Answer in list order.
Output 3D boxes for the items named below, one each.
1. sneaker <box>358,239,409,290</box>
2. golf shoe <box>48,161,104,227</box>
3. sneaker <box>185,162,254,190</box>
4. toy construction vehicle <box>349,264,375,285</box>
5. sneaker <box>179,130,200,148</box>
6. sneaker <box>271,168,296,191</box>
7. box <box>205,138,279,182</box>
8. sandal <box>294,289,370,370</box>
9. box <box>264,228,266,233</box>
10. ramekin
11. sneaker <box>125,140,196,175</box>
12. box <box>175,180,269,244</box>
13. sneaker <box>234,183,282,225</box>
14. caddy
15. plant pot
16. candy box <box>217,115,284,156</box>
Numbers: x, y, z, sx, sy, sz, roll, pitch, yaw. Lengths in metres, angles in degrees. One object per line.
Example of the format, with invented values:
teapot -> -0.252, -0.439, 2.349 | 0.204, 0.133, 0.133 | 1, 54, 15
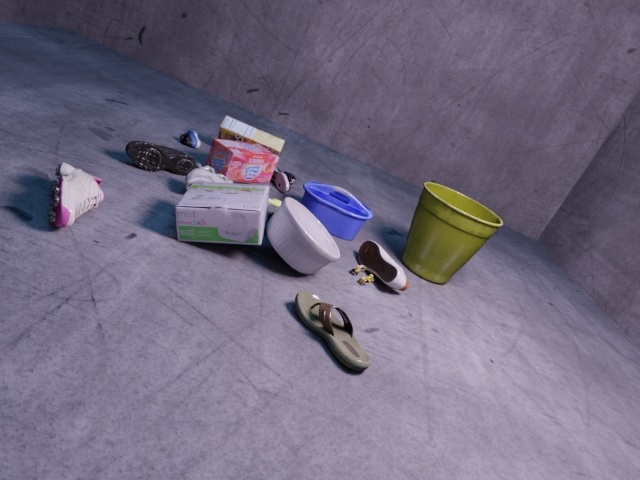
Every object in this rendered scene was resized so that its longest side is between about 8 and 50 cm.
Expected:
sneaker -> 0.246, 0.108, 1.818 | 0.123, 0.106, 0.290 | 38, 11, -36
golf shoe -> -0.685, -0.128, 1.312 | 0.140, 0.115, 0.306 | 15, 25, -32
sneaker -> -0.359, -0.164, 1.758 | 0.331, 0.122, 0.146 | 21, 38, -8
toy construction vehicle -> 0.161, 0.127, 1.733 | 0.098, 0.035, 0.086 | -2, 35, -49
sneaker -> -0.649, -0.506, 2.260 | 0.085, 0.058, 0.152 | 16, 29, -42
sneaker -> -0.162, -0.296, 2.276 | 0.121, 0.079, 0.217 | 8, 26, -33
box -> -0.359, -0.366, 2.142 | 0.154, 0.142, 0.300 | 37, 24, 27
sandal -> 0.044, 0.235, 1.299 | 0.120, 0.086, 0.303 | 1, 33, -46
box -> -0.274, -0.074, 1.732 | 0.162, 0.029, 0.116 | 8, 29, -33
ramekin -> -0.067, -0.006, 1.571 | 0.273, 0.127, 0.273 | 45, 13, -14
sneaker -> -0.646, -0.334, 1.846 | 0.130, 0.109, 0.286 | 35, 14, 38
box -> -0.307, -0.095, 1.501 | 0.262, 0.126, 0.231 | 3, 27, -3
sneaker -> -0.249, -0.115, 1.677 | 0.300, 0.111, 0.121 | 14, 30, -21
caddy -> 0.066, -0.152, 2.067 | 0.341, 0.179, 0.241 | 26, 23, 1
plant pot -> 0.538, -0.014, 2.025 | 0.367, 0.353, 0.366 | 21, 23, -9
candy box -> -0.359, -0.489, 2.353 | 0.317, 0.183, 0.087 | 21, 59, -8
